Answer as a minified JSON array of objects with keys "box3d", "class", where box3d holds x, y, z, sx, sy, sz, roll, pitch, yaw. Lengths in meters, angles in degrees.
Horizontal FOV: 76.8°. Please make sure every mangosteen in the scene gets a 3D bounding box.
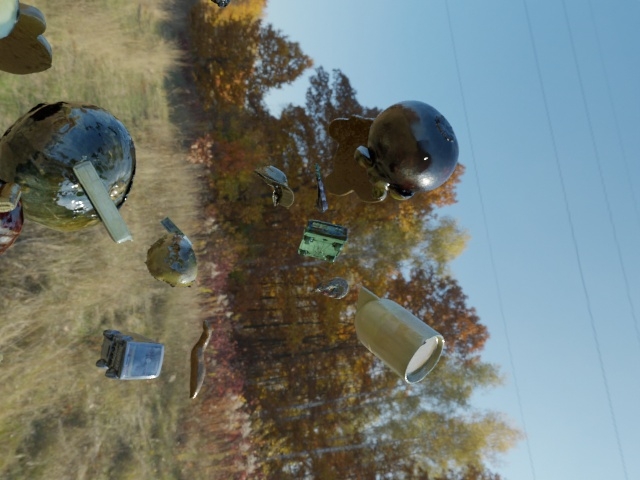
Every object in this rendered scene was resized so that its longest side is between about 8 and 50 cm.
[{"box3d":[0.292,-0.300,1.347,0.330,0.330,0.330,175,-90,-76],"class":"mangosteen"}]

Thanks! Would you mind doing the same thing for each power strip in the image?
[{"box3d":[-0.623,-0.106,1.150,0.078,0.052,0.272,15,-50,51],"class":"power strip"}]

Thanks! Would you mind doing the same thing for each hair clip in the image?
[{"box3d":[-0.010,-0.205,1.583,0.124,0.052,0.196,-120,-158,-78],"class":"hair clip"}]

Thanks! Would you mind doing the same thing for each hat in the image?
[{"box3d":[-0.141,-0.213,1.502,0.173,0.144,0.166,3,-43,38],"class":"hat"}]

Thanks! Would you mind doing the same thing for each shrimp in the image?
[{"box3d":[0.048,0.226,1.893,0.042,0.190,0.101,162,-77,-66],"class":"shrimp"}]

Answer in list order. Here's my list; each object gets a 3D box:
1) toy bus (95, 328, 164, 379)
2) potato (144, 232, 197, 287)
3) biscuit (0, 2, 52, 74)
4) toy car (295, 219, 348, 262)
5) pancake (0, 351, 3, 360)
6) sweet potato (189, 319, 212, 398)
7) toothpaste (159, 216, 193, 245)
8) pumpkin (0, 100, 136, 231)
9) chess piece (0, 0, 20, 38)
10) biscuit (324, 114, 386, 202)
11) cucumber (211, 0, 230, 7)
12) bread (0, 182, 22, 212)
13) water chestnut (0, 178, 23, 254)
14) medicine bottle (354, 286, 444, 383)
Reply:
[{"box3d":[-0.316,0.186,0.664,0.190,0.075,0.064,-7,-110,51],"class":"toy bus"},{"box3d":[-0.364,0.025,0.978,0.089,0.100,0.172,-51,-121,25],"class":"potato"},{"box3d":[-0.978,-0.643,1.228,0.343,0.287,0.057,30,43,-71],"class":"biscuit"},{"box3d":[0.000,0.000,1.309,0.321,0.141,0.097,114,-12,-74],"class":"toy car"},{"box3d":[-0.729,0.197,0.668,0.266,0.244,0.057,54,-16,-24],"class":"pancake"},{"box3d":[-0.281,0.272,0.932,0.044,0.044,0.179,164,-64,-76],"class":"sweet potato"},{"box3d":[-0.453,-0.023,1.269,0.164,0.034,0.046,33,-21,44],"class":"toothpaste"},{"box3d":[-0.818,-0.241,1.350,0.454,0.343,0.455,20,90,-88],"class":"pumpkin"},{"box3d":[-0.697,-0.470,0.733,0.133,0.243,0.133,-60,169,-20],"class":"chess piece"},{"box3d":[0.199,-0.383,1.908,0.076,0.368,0.394,-32,132,-55],"class":"biscuit"},{"box3d":[-0.344,-0.811,1.161,0.303,0.072,0.081,47,25,-76],"class":"cucumber"},{"box3d":[-0.691,-0.094,0.890,0.083,0.046,0.036,-118,-163,-49],"class":"bread"},{"box3d":[-0.890,-0.113,0.980,0.347,0.335,0.335,-55,-174,-15],"class":"water chestnut"},{"box3d":[0.293,0.386,1.721,0.406,0.235,0.236,35,-48,43],"class":"medicine bottle"}]
